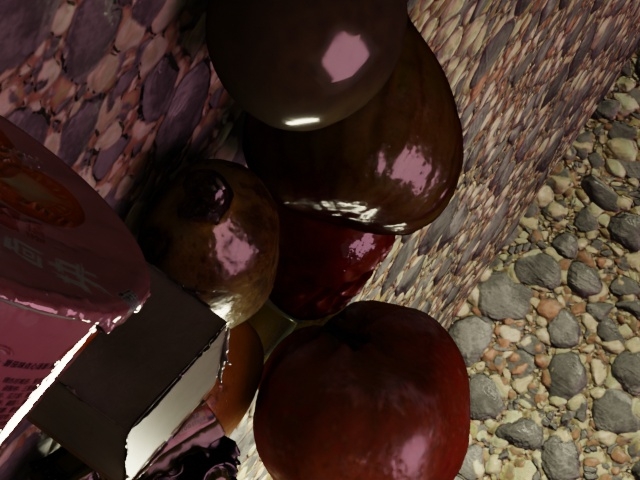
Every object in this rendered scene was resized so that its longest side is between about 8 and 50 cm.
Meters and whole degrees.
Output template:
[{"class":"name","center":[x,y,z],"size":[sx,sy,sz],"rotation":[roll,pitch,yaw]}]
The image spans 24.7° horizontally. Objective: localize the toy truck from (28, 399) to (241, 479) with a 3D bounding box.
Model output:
[{"class":"toy truck","center":[-0.215,0.250,1.474],"size":[0.257,0.127,0.127],"rotation":[-35,116,-20]}]

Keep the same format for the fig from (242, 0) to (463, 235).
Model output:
[{"class":"fig","center":[0.051,-0.171,1.420],"size":[0.217,0.217,0.320],"rotation":[24,81,-76]}]

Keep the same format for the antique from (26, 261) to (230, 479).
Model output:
[{"class":"antique","center":[-0.181,0.112,1.288],"size":[0.146,0.152,0.148],"rotation":[-47,165,-33]}]

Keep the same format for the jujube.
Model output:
[{"class":"jujube","center":[0.000,0.000,1.666],"size":[0.155,0.155,0.230],"rotation":[-47,172,-36]}]

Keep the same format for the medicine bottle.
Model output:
[{"class":"medicine bottle","center":[-0.099,0.153,1.810],"size":[0.218,0.074,0.074],"rotation":[-56,166,4]}]

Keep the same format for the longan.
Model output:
[{"class":"longan","center":[-0.010,-0.190,1.198],"size":[0.185,0.159,0.204],"rotation":[-17,125,-59]}]

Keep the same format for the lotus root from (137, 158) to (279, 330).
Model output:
[{"class":"lotus root","center":[-0.101,0.001,1.361],"size":[0.260,0.129,0.145],"rotation":[98,14,-69]}]

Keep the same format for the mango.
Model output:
[{"class":"mango","center":[-0.137,0.170,1.649],"size":[0.217,0.102,0.141],"rotation":[-47,156,-43]}]

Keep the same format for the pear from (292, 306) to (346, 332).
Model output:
[{"class":"pear","center":[-0.010,0.155,1.927],"size":[0.178,0.178,0.178],"rotation":[-52,165,-20]}]

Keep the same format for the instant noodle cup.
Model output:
[{"class":"instant noodle cup","center":[-0.251,0.049,0.784],"size":[0.231,0.243,0.243],"rotation":[-54,167,15]}]

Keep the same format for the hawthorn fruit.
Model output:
[{"class":"hawthorn fruit","center":[0.053,0.207,1.729],"size":[0.284,0.284,0.284],"rotation":[-52,165,-20]}]
